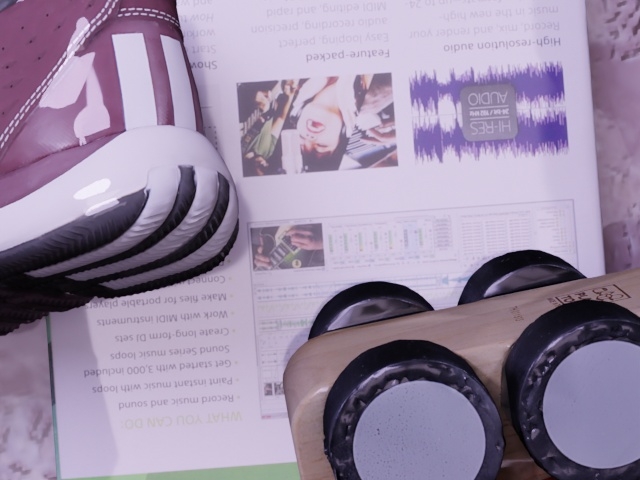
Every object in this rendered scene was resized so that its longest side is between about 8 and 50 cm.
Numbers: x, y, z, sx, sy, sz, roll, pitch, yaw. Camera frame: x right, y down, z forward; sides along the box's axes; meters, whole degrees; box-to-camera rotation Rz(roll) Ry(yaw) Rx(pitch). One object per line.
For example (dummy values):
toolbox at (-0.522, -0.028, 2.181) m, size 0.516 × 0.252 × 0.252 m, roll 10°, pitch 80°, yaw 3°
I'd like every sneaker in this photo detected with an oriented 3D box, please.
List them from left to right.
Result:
sneaker at (-0.155, -0.045, 0.523) m, size 0.281 × 0.106 × 0.163 m, roll -14°, pitch 75°, yaw 27°

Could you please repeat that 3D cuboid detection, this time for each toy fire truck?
toy fire truck at (0.114, 0.134, 0.482) m, size 0.217 × 0.158 × 0.246 m, roll -12°, pitch 102°, yaw -3°

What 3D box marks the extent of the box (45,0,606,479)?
box at (0.000, 0.000, 0.571) m, size 0.232 × 0.058 × 0.322 m, roll -4°, pitch 88°, yaw -1°
